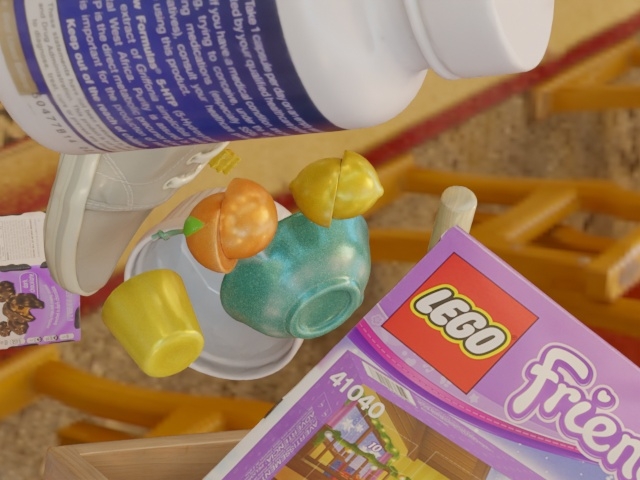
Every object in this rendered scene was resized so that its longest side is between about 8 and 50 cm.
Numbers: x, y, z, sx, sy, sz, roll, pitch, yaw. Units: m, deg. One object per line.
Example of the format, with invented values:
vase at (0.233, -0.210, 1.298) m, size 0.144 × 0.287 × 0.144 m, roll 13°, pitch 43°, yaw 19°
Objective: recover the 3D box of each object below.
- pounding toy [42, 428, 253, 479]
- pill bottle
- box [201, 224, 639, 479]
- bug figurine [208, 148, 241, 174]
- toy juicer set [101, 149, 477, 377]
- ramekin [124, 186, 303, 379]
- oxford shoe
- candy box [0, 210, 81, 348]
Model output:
pounding toy at (-0.067, 0.165, 0.703) m, size 0.206 × 0.181 × 0.094 m, roll -1°, pitch 107°, yaw -35°
pill bottle at (-0.018, -0.092, 0.574) m, size 0.112 × 0.186 × 0.112 m, roll -3°, pitch 90°, yaw -66°
box at (0.086, 0.157, 0.508) m, size 0.201 × 0.293 × 0.057 m, roll -44°, pitch 160°, yaw -18°
bug figurine at (-0.061, -0.170, 1.451) m, size 0.279 × 0.072 × 0.216 m, roll -43°, pitch 161°, yaw 0°
toy juicer set at (0.000, 0.000, 1.276) m, size 0.329 × 0.089 × 0.209 m, roll -4°, pitch 137°, yaw -38°
ramekin at (-0.098, 0.039, 1.752) m, size 0.109 × 0.207 × 0.207 m, roll -59°, pitch 138°, yaw -48°
oxford shoe at (-0.113, -0.106, 1.231) m, size 0.169 × 0.130 × 0.449 m, roll -73°, pitch -173°, yaw -48°
candy box at (-0.348, 0.047, 1.655) m, size 0.165 × 0.196 × 0.070 m, roll 101°, pitch -20°, yaw -57°
